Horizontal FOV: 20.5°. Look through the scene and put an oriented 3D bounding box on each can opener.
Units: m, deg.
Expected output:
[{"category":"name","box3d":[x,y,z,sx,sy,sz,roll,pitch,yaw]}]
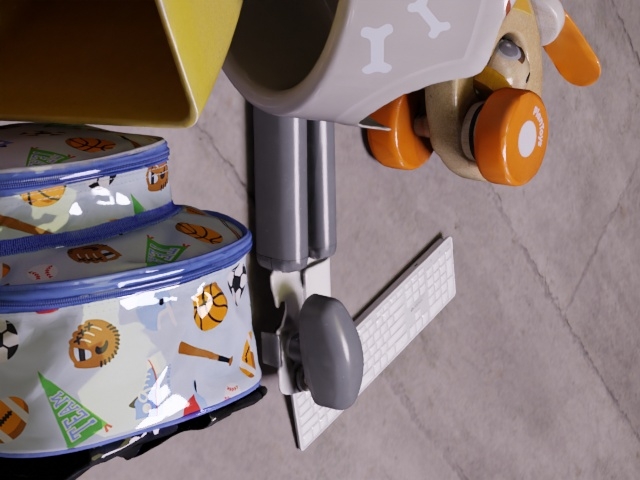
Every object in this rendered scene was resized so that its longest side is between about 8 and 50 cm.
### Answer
[{"category":"can opener","box3d":[0.000,0.000,1.446,0.076,0.095,0.283,-25,121,-49]}]

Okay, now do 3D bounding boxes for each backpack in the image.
[{"category":"backpack","box3d":[-0.169,0.035,1.080,0.276,0.263,0.213,-25,121,-47]}]

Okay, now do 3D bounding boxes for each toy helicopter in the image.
[{"category":"toy helicopter","box3d":[0.158,-0.228,1.558,0.235,0.140,0.355,-24,117,-51]}]

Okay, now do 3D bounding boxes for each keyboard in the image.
[{"category":"keyboard","box3d":[0.052,0.090,1.619,0.256,0.014,0.072,-42,132,-38]}]

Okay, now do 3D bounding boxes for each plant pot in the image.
[{"category":"plant pot","box3d":[-0.153,-0.212,1.087,0.187,0.212,0.212,-59,143,-44]}]

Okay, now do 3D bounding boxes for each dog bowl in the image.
[{"category":"dog bowl","box3d":[0.001,-0.239,1.180,0.102,0.349,0.349,-7,109,-24]}]
